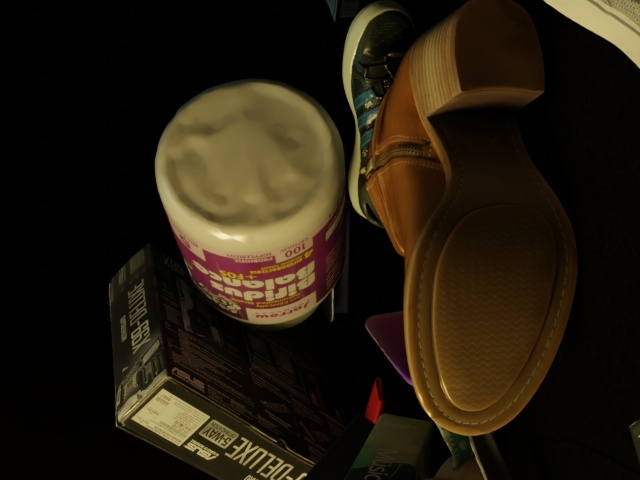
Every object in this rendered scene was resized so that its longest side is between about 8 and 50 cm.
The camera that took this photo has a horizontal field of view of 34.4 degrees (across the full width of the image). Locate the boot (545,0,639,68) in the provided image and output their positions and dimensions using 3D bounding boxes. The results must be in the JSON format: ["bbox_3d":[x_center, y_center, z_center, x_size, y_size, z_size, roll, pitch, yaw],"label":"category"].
[{"bbox_3d":[0.159,-0.128,0.461,0.190,0.069,0.086,-120,36,-49],"label":"boot"}]

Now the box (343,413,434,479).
[{"bbox_3d":[0.029,0.310,0.809,0.322,0.059,0.232,-48,-39,-66],"label":"box"}]

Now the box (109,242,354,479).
[{"bbox_3d":[-0.085,0.163,1.124,0.076,0.307,0.242,-45,32,15],"label":"box"}]

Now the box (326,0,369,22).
[{"bbox_3d":[0.032,-0.338,1.040,0.114,0.036,0.207,-105,18,-46],"label":"box"}]

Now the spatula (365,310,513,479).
[{"bbox_3d":[0.117,0.146,0.696,0.030,0.084,0.296,98,156,-44],"label":"spatula"}]

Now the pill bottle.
[{"bbox_3d":[-0.058,-0.015,1.026,0.301,0.169,0.169,85,177,-66],"label":"pill bottle"}]

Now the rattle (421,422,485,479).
[{"bbox_3d":[0.121,0.203,0.718,0.143,0.130,0.199,-3,52,51],"label":"rattle"}]

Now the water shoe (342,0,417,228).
[{"bbox_3d":[0.069,-0.103,0.888,0.080,0.073,0.203,39,140,50],"label":"water shoe"}]

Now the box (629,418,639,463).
[{"bbox_3d":[0.174,0.105,0.420,0.052,0.062,0.083,112,153,-59],"label":"box"}]

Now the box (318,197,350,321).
[{"bbox_3d":[0.000,0.000,1.253,0.225,0.037,0.136,-129,38,-68],"label":"box"}]

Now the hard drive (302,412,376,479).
[{"bbox_3d":[0.023,0.315,0.989,0.172,0.054,0.254,-39,-47,-55],"label":"hard drive"}]

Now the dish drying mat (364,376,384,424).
[{"bbox_3d":[0.057,0.182,1.104,0.083,0.008,0.032,99,164,-46],"label":"dish drying mat"}]

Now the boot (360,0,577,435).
[{"bbox_3d":[0.078,-0.007,0.724,0.220,0.109,0.283,139,129,-73],"label":"boot"}]
